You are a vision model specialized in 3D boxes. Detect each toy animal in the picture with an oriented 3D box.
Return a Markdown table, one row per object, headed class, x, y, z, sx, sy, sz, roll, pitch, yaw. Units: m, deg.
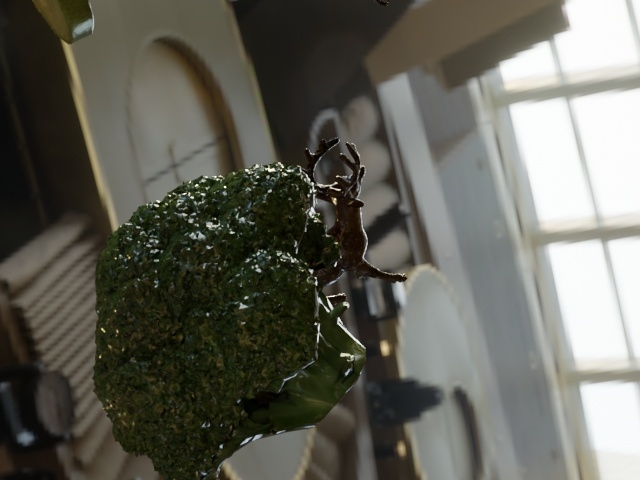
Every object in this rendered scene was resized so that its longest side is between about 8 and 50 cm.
| class | x | y | z | sx | sy | sz | roll | pitch | yaw |
| --- | --- | --- | --- | --- | --- | --- | --- | --- | --- |
| toy animal | 0.011 | 0.009 | 1.940 | 0.087 | 0.243 | 0.260 | 44 | -179 | 44 |

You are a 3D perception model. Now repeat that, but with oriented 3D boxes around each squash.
| class | x | y | z | sx | sy | sz | roll | pitch | yaw |
| --- | --- | --- | --- | --- | --- | --- | --- | --- | --- |
| squash | -0.380 | -0.377 | 1.910 | 0.252 | 0.049 | 0.252 | 53 | 164 | 23 |

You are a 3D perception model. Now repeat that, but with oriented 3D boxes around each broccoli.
| class | x | y | z | sx | sy | sz | roll | pitch | yaw |
| --- | --- | --- | --- | --- | --- | --- | --- | --- | --- |
| broccoli | -0.107 | 0.092 | 1.586 | 0.310 | 0.321 | 0.413 | 64 | 176 | -11 |

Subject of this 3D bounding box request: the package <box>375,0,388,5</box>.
| class | x | y | z | sx | sy | sz | roll | pitch | yaw |
| --- | --- | --- | --- | --- | --- | --- | --- | --- | --- |
| package | 0.016 | -0.255 | 1.368 | 0.015 | 0.110 | 0.037 | 116 | 173 | -61 |
